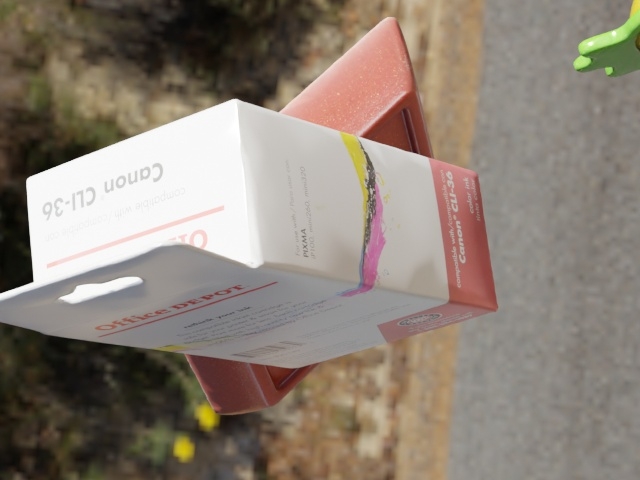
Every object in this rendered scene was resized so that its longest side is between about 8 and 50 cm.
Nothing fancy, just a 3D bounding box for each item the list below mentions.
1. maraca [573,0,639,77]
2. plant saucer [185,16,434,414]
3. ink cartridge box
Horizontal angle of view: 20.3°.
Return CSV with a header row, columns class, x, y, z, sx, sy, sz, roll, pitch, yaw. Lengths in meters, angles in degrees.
class,x,y,z,sx,sy,sz,roll,pitch,yaw
maraca,0.260,-0.154,1.227,0.185,0.127,0.099,-26,69,38
plant saucer,0.000,0.000,1.338,0.048,0.258,0.259,39,163,29
ink cartridge box,-0.033,0.000,0.707,0.115,0.198,0.067,-18,71,35
